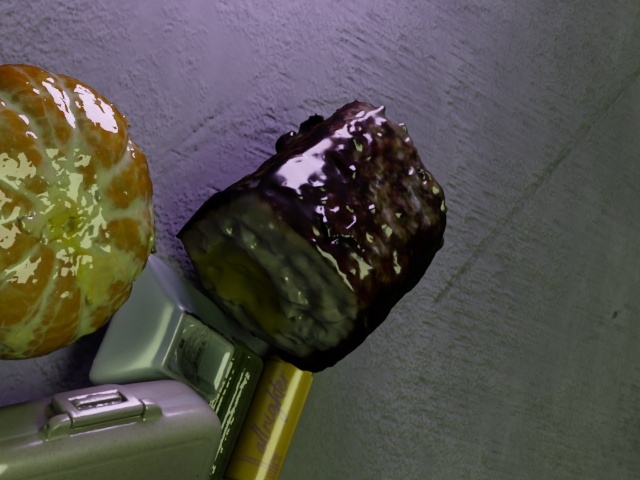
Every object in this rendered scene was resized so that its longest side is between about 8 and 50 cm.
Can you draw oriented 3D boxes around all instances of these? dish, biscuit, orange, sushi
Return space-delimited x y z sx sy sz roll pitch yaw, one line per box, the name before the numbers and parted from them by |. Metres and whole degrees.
dish | -0.184 0.142 1.656 0.243 0.080 0.182 45 63 -59
biscuit | -0.160 0.292 1.772 0.099 0.038 0.322 37 68 -43
orange | -0.344 -0.032 1.405 0.329 0.249 0.329 2 87 -38
sushi | 0.002 -0.001 1.754 0.294 0.281 0.299 -46 117 -42

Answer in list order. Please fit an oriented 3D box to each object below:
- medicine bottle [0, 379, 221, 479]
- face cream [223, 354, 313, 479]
medicine bottle | -0.301 0.300 1.507 0.375 0.123 0.282 -4 126 -43
face cream | -0.060 0.232 1.846 0.078 0.078 0.273 37 66 -42
